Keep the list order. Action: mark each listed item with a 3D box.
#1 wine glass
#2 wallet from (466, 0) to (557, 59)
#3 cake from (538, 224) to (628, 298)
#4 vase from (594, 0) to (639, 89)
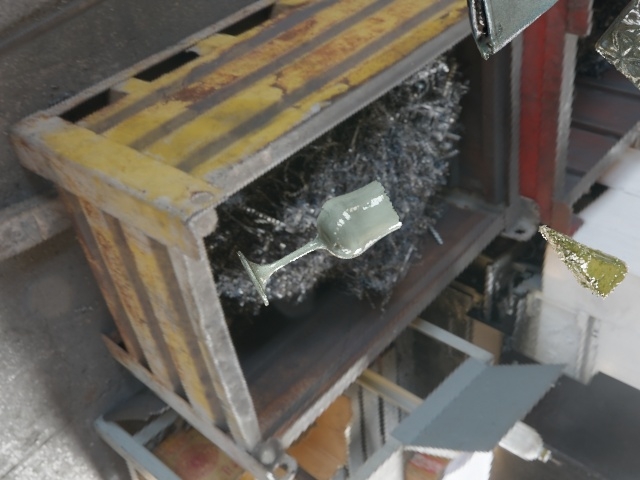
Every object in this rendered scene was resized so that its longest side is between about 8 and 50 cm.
[{"bbox_3d":[0.000,0.000,0.900,0.195,0.079,0.079,-28,134,-8],"label":"wine glass"},{"bbox_3d":[0.282,-0.365,0.727,0.379,0.046,0.191,-40,139,-9],"label":"wallet"},{"bbox_3d":[0.302,0.025,0.864,0.140,0.051,0.055,20,108,-34],"label":"cake"},{"bbox_3d":[0.528,-0.216,1.006,0.156,0.300,0.251,-52,176,16],"label":"vase"}]
